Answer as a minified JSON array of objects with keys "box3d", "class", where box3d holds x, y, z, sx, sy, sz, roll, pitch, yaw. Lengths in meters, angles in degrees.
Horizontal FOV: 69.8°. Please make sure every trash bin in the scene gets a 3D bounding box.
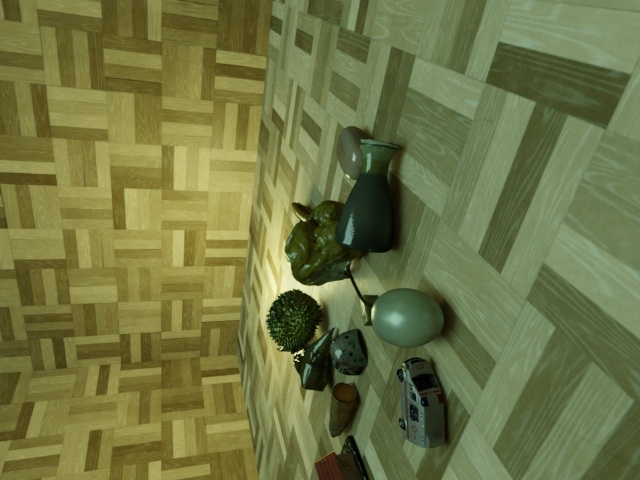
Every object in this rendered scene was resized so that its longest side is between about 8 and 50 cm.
[{"box3d":[0.164,0.222,1.467,0.043,0.060,0.092,115,151,-52],"class":"trash bin"}]

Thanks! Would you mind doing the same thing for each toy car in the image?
[{"box3d":[0.257,0.406,1.155,0.108,0.089,0.210,176,92,-70],"class":"toy car"}]

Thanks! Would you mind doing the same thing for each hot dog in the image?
[{"box3d":[-0.068,-0.116,2.135,0.289,0.068,0.083,42,153,60],"class":"hot dog"}]

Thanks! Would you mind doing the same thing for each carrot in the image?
[{"box3d":[0.069,0.644,1.694,0.102,0.101,0.263,-118,33,-54],"class":"carrot"}]

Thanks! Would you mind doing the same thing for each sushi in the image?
[{"box3d":[-0.157,0.496,2.297,0.291,0.131,0.139,142,124,-76],"class":"sushi"}]

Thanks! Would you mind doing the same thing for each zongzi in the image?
[{"box3d":[-0.024,0.458,1.946,0.260,0.122,0.289,-145,68,-71],"class":"zongzi"}]

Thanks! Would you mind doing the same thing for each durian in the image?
[{"box3d":[-0.121,0.337,2.012,0.291,0.224,0.291,-51,10,12],"class":"durian"}]

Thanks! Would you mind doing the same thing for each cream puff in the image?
[{"box3d":[-0.007,0.005,1.652,0.270,0.274,0.323,68,149,27],"class":"cream puff"}]

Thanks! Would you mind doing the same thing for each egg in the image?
[{"box3d":[0.221,0.196,1.164,0.209,0.151,0.151,-2,88,56],"class":"egg"}]

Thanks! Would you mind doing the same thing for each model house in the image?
[{"box3d":[0.067,0.872,1.606,0.294,0.153,0.207,-115,33,-50],"class":"model house"}]

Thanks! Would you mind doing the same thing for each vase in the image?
[{"box3d":[0.149,-0.135,1.375,0.173,0.173,0.322,-152,68,-69],"class":"vase"}]

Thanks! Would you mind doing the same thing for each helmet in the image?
[{"box3d":[0.084,0.403,1.630,0.177,0.107,0.153,114,147,-48],"class":"helmet"}]

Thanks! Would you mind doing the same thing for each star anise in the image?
[{"box3d":[0.148,0.182,1.301,0.148,0.227,0.219,-119,45,-66],"class":"star anise"}]

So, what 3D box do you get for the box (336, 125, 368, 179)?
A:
[{"box3d":[0.115,-0.299,1.567,0.146,0.088,0.200,109,152,-42],"class":"box"}]
